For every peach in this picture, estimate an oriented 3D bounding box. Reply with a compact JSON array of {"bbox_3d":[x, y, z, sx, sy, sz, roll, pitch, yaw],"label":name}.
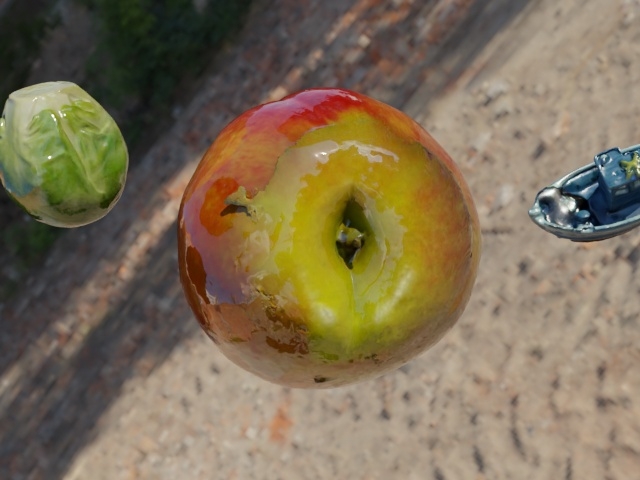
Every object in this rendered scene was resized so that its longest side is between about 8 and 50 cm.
[{"bbox_3d":[0.000,0.000,1.559,0.370,0.370,0.370,-47,17,19],"label":"peach"}]

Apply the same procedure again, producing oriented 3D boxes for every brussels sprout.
[{"bbox_3d":[-0.263,-0.090,1.429,0.118,0.155,0.155,1,49,34],"label":"brussels sprout"}]

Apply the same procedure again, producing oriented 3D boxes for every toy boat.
[{"bbox_3d":[0.213,-0.039,0.971,0.137,0.061,0.060,-22,57,8],"label":"toy boat"}]
